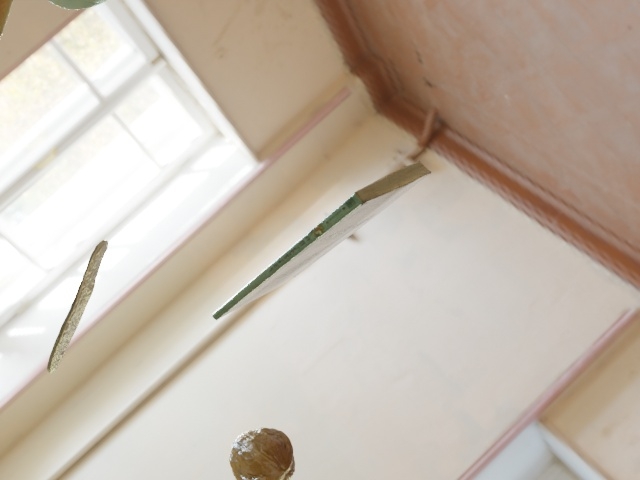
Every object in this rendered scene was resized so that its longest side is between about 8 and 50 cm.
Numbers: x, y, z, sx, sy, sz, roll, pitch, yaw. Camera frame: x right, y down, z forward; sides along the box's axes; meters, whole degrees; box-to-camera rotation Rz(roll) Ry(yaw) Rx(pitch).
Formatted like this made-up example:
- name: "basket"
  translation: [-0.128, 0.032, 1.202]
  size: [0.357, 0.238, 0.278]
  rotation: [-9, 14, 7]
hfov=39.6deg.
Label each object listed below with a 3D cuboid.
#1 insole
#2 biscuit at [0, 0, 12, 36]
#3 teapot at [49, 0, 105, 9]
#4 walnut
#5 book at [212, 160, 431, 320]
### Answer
- name: "insole"
  translation: [-0.408, 0.112, 1.503]
  size: [0.011, 0.248, 0.081]
  rotation: [24, -169, 3]
- name: "biscuit"
  translation: [-0.345, -0.292, 0.935]
  size: [0.052, 0.188, 0.056]
  rotation: [13, -165, -34]
- name: "teapot"
  translation: [-0.372, -0.444, 1.318]
  size: [0.232, 0.159, 0.159]
  rotation: [57, 178, 21]
- name: "walnut"
  translation: [-0.091, 0.351, 1.424]
  size: [0.124, 0.105, 0.105]
  rotation: [11, 147, 49]
- name: "book"
  translation: [0.000, 0.000, 1.174]
  size: [0.025, 0.282, 0.215]
  rotation: [54, -147, 5]
